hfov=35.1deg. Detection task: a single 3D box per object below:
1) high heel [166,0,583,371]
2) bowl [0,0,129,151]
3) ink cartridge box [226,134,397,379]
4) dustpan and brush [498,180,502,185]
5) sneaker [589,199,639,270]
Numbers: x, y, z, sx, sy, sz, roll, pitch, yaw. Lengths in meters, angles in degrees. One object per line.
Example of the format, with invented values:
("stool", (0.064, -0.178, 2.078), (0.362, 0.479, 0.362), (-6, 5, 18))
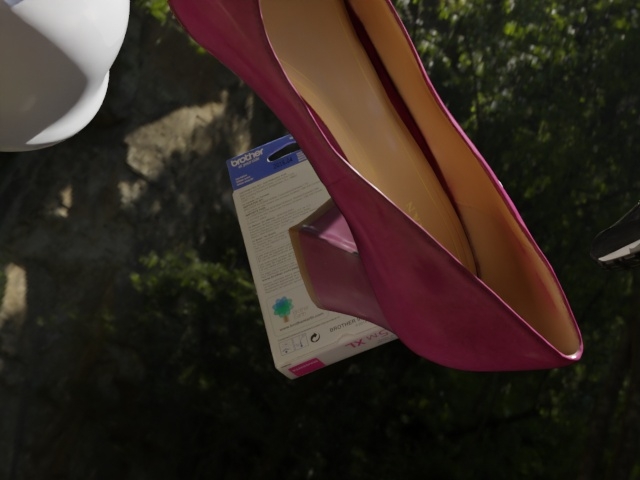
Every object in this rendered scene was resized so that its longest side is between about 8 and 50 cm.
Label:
("high heel", (0.039, -0.091, 0.536), (0.181, 0.127, 0.377), (13, -42, 39))
("bowl", (-0.248, -0.223, 0.744), (0.298, 0.298, 0.134), (41, -56, -19))
("ink cartridge box", (0.000, 0.000, 1.278), (0.186, 0.311, 0.065), (-22, -28, 9))
("dustpan and brush", (0.126, -0.038, 0.957), (0.147, 0.060, 0.211), (6, -8, -9))
("sneaker", (0.380, -0.072, 0.977), (0.283, 0.124, 0.107), (-31, -23, 26))
